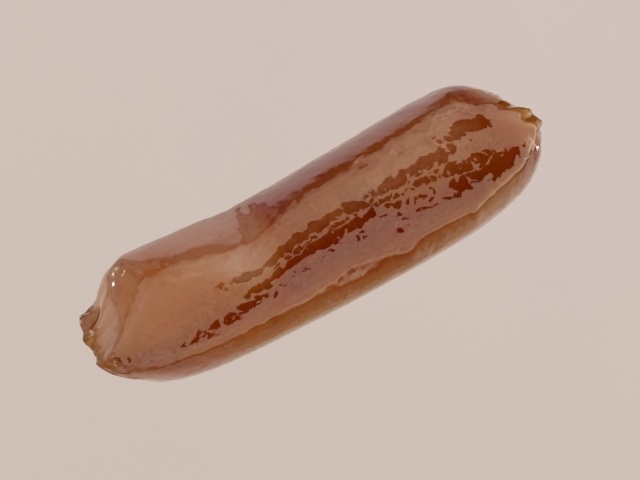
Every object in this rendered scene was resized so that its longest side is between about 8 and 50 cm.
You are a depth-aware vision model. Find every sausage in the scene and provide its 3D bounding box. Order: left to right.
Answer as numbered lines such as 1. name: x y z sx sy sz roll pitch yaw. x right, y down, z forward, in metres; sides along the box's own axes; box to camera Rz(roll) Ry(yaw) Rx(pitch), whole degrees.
1. sausage: 0.000 0.000 0.754 0.300 0.083 0.089 -28 -125 -8
